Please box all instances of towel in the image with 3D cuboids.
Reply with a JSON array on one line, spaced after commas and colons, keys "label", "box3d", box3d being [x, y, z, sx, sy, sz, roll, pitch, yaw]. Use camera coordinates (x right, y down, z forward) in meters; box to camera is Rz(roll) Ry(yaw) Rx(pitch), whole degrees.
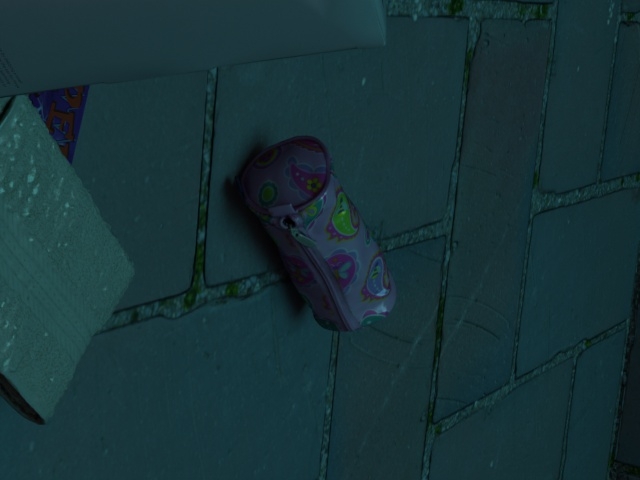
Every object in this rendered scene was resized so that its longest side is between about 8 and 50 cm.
[{"label": "towel", "box3d": [-0.261, 0.016, 1.199, 0.187, 0.049, 0.282, -61, 146, -27]}]

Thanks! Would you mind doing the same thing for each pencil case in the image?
[{"label": "pencil case", "box3d": [0.000, 0.000, 1.659, 0.124, 0.124, 0.284, -63, 148, -25]}]

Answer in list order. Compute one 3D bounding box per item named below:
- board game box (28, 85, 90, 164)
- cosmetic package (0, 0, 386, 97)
[{"label": "board game box", "box3d": [-0.303, -0.058, 1.196, 0.208, 0.056, 0.346, 16, 86, -65]}, {"label": "cosmetic package", "box3d": [-0.103, -0.275, 0.896, 0.097, 0.284, 0.377, 72, 16, -55]}]
